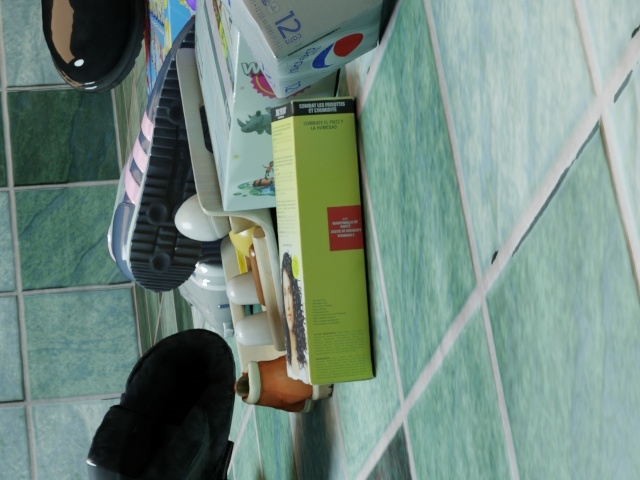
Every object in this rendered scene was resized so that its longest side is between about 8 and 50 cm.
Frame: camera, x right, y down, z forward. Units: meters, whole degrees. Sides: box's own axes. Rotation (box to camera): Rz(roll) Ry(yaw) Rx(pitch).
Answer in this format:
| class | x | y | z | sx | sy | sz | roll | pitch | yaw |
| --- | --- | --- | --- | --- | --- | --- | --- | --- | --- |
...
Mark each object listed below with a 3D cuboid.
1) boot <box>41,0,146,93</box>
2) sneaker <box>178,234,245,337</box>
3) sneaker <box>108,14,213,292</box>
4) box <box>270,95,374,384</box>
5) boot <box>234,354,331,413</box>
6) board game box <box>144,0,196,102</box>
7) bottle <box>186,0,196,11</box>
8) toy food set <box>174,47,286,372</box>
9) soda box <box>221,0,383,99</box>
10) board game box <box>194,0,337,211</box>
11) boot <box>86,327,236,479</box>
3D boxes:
| class | x | y | z | sx | sy | sz | roll | pitch | yaw |
| --- | --- | --- | --- | --- | --- | --- | --- | --- | --- |
| boot | -0.335 | -0.361 | 2.028 | 0.260 | 0.131 | 0.348 | 6 | -101 | -66 |
| sneaker | -0.155 | 0.030 | 2.081 | 0.281 | 0.105 | 0.115 | -122 | 30 | -67 |
| sneaker | -0.169 | -0.109 | 1.866 | 0.131 | 0.112 | 0.319 | 25 | 97 | 60 |
| box | 0.000 | 0.000 | 1.393 | 0.087 | 0.058 | 0.232 | 176 | 91 | -76 |
| boot | -0.043 | 0.135 | 1.607 | 0.158 | 0.085 | 0.059 | 122 | 141 | -74 |
| board game box | -0.157 | -0.212 | 2.054 | 0.308 | 0.086 | 0.302 | -132 | 39 | -72 |
| bottle | -0.084 | -0.330 | 1.620 | 0.283 | 0.092 | 0.118 | 109 | 157 | -63 |
| toy food set | -0.096 | -0.013 | 1.704 | 0.306 | 0.092 | 0.219 | 83 | 175 | -50 |
| soda box | -0.062 | -0.256 | 1.252 | 0.286 | 0.091 | 0.098 | 60 | 174 | 12 |
| board game box | -0.050 | -0.210 | 1.483 | 0.303 | 0.097 | 0.224 | 97 | 164 | -49 |
| boot | -0.140 | 0.263 | 1.764 | 0.367 | 0.146 | 0.445 | -81 | -9 | -50 |
